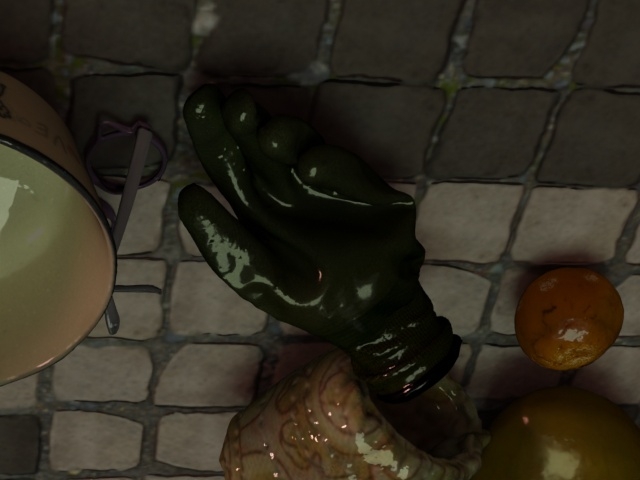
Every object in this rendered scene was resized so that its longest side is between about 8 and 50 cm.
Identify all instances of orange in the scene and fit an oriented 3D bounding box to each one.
[{"bbox_3d":[0.184,0.057,1.078,0.083,0.070,0.083,-6,148,-4],"label":"orange"}]

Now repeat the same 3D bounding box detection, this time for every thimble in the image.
[{"bbox_3d":[0.032,0.161,1.107,0.143,0.137,0.190,-39,140,26],"label":"thimble"}]

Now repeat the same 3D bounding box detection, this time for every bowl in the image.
[{"bbox_3d":[-0.244,-0.022,0.878,0.238,0.126,0.238,-6,135,-6],"label":"bowl"}]

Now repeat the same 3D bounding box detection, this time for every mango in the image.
[{"bbox_3d":[0.194,0.252,1.225,0.195,0.142,0.331,3,131,-20],"label":"mango"}]

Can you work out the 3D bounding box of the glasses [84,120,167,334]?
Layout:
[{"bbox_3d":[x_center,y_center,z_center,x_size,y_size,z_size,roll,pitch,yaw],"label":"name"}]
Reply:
[{"bbox_3d":[-0.143,0.003,0.938,0.062,0.104,0.140,21,130,-30],"label":"glasses"}]

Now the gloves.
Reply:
[{"bbox_3d":[-0.002,-0.002,0.956,0.135,0.107,0.268,-37,121,-3],"label":"gloves"}]
